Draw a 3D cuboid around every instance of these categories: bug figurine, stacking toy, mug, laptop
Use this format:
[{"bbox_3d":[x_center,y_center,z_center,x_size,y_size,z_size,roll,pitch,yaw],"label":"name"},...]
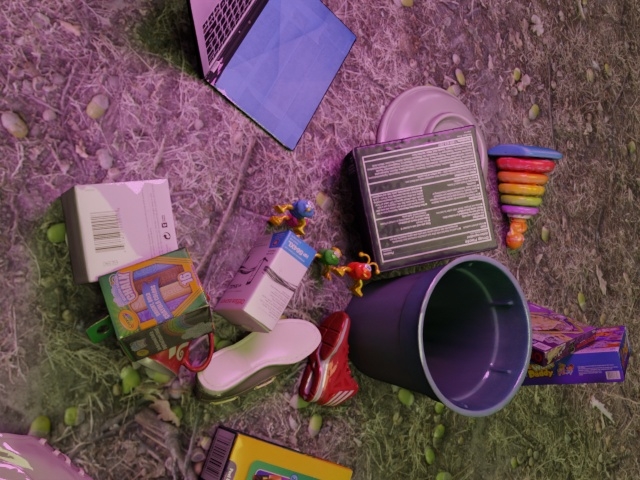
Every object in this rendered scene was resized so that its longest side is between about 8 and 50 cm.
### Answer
[{"bbox_3d":[0.000,0.000,1.443,0.072,0.216,0.279,-48,109,-15],"label":"bug figurine"},{"bbox_3d":[0.581,-0.122,1.887,0.166,0.175,0.301,1,96,-30],"label":"stacking toy"},{"bbox_3d":[-0.286,0.180,1.305,0.150,0.113,0.169,38,62,-30],"label":"mug"},{"bbox_3d":[-0.079,-0.487,1.430,0.236,0.408,0.382,24,69,6],"label":"laptop"}]

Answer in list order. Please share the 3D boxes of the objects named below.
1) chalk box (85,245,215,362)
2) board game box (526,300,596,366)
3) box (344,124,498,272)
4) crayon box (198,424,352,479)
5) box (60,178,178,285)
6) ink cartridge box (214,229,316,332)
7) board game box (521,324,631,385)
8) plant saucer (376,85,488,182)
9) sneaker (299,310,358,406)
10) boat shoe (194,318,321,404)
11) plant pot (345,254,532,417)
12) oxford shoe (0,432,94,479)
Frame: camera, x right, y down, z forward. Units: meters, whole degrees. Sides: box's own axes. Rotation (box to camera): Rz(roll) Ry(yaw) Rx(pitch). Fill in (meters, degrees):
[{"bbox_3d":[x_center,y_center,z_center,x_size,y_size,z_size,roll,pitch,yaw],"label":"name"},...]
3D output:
[{"bbox_3d":[-0.317,0.126,1.184,0.213,0.132,0.132,-19,64,-14],"label":"chalk box"},{"bbox_3d":[0.491,0.209,1.668,0.208,0.347,0.056,-18,114,-31],"label":"board game box"},{"bbox_3d":[0.233,-0.096,1.562,0.296,0.183,0.294,-11,91,-4],"label":"box"},{"bbox_3d":[-0.126,0.614,1.365,0.313,0.106,0.363,29,71,-29],"label":"crayon box"},{"bbox_3d":[-0.382,-0.017,1.247,0.182,0.119,0.181,-9,90,-34],"label":"box"},{"bbox_3d":[-0.119,0.088,1.392,0.086,0.148,0.203,41,65,-23],"label":"ink cartridge box"},{"bbox_3d":[0.605,0.301,1.691,0.233,0.347,0.078,-17,95,-60],"label":"board game box"},{"bbox_3d":[0.333,-0.229,1.749,0.400,0.100,0.400,3,84,-32],"label":"plant saucer"},{"bbox_3d":[0.040,0.284,1.532,0.128,0.087,0.221,29,83,-37],"label":"sneaker"},{"bbox_3d":[-0.134,0.259,1.403,0.305,0.091,0.109,-20,59,-35],"label":"boat shoe"},{"bbox_3d":[0.245,0.210,1.510,0.341,0.334,0.341,3,85,-33],"label":"plant pot"},{"bbox_3d":[-0.478,0.422,1.132,0.449,0.169,0.130,34,46,-26],"label":"oxford shoe"}]
